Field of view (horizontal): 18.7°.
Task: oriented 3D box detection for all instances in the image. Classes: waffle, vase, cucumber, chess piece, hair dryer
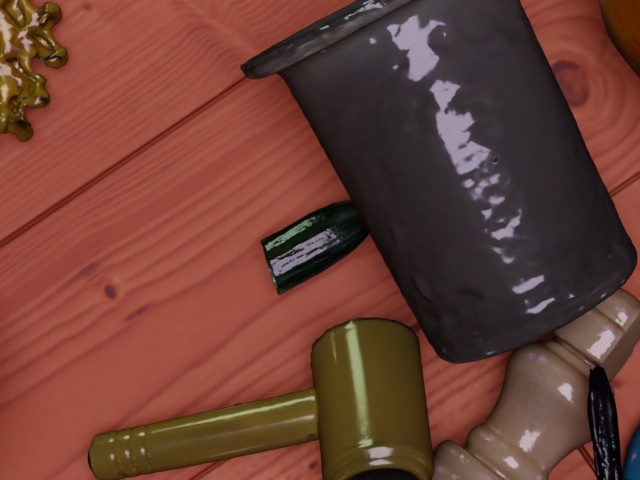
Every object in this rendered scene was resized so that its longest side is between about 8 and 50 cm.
[{"bbox_3d":[-0.322,-0.174,1.557,0.231,0.051,0.229,-7,85,-15],"label":"waffle"},{"bbox_3d":[0.106,-0.065,1.510,0.245,0.245,0.291,-26,95,-3],"label":"vase"},{"bbox_3d":[0.000,0.000,1.590,0.105,0.048,0.048,-29,91,-8],"label":"cucumber"},{"bbox_3d":[0.133,0.202,1.563,0.117,0.117,0.397,39,86,-2],"label":"chess piece"},{"bbox_3d":[-0.050,0.160,1.552,0.278,0.090,0.135,-12,53,9],"label":"hair dryer"}]

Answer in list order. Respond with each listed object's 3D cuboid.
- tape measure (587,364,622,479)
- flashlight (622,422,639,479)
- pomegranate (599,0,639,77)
[{"bbox_3d":[0.227,0.291,1.530,0.098,0.215,0.351,-11,73,-4],"label":"tape measure"},{"bbox_3d":[0.270,0.179,1.601,0.051,0.051,0.129,25,85,-2],"label":"flashlight"},{"bbox_3d":[0.346,-0.206,1.509,0.264,0.264,0.264,0,89,-3],"label":"pomegranate"}]
